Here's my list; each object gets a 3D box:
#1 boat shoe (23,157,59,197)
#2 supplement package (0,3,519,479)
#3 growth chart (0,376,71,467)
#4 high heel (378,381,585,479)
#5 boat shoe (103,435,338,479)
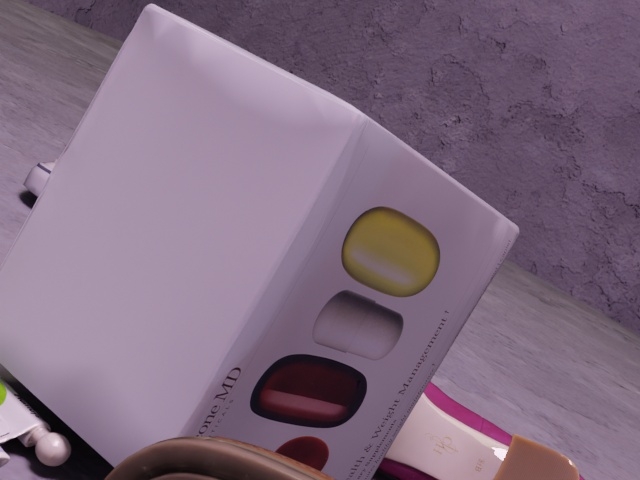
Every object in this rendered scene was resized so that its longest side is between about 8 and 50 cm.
[{"bbox_3d":[-0.177,-0.061,1.013,0.096,0.088,0.267,31,10,24],"label":"boat shoe"},{"bbox_3d":[-0.031,0.019,0.563,0.149,0.194,0.203,32,4,33],"label":"supplement package"},{"bbox_3d":[-0.213,0.062,0.423,0.172,0.021,0.237,33,11,29],"label":"growth chart"},{"bbox_3d":[0.074,0.138,0.719,0.244,0.082,0.117,17,-25,28],"label":"high heel"},{"bbox_3d":[0.057,0.171,0.342,0.307,0.111,0.104,38,6,7],"label":"boat shoe"}]
